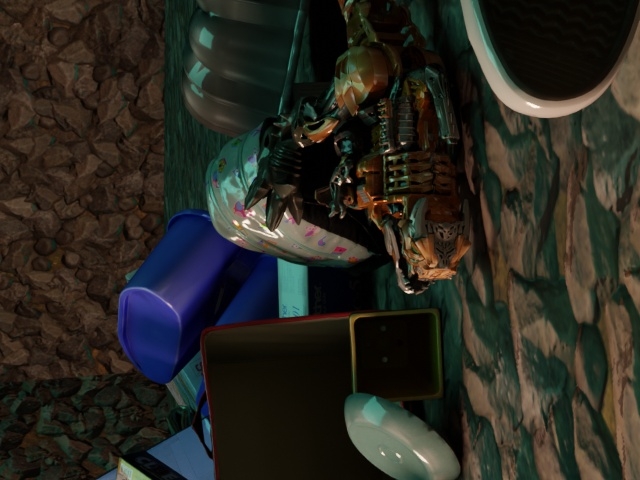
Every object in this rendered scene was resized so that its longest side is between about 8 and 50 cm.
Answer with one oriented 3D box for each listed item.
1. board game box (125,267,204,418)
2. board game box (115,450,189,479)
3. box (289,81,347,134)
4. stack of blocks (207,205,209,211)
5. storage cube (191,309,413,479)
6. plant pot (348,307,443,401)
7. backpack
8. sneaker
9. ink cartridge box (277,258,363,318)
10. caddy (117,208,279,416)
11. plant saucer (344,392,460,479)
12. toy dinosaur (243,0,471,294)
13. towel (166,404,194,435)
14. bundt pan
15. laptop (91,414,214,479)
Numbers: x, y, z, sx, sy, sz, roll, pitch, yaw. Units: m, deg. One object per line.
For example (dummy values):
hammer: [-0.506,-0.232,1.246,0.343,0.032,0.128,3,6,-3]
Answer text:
board game box: [-0.175,0.233,2.099,0.319,0.066,0.318,55,165,28]
board game box: [-0.157,0.371,1.601,0.243,0.042,0.165,26,111,39]
box: [-0.022,-0.082,1.646,0.324,0.067,0.063,113,151,-64]
stack of blocks: [-0.112,0.048,2.071,0.171,0.087,0.297,148,118,-77]
storage cube: [-0.020,0.186,1.373,0.193,0.215,0.184,103,160,-72]
plant pot: [0.064,0.101,1.257,0.083,0.081,0.082,-154,60,-84]
backpack: [-0.019,-0.043,1.326,0.115,0.182,0.152,-33,57,33]
sneaker: [0.128,-0.186,0.817,0.123,0.105,0.290,96,176,-66]
ink cartridge box: [0.000,0.000,1.474,0.046,0.097,0.207,9,105,39]
caddy: [-0.125,0.095,1.796,0.179,0.241,0.341,-51,-9,-27]
plant saucer: [0.066,0.180,1.203,0.021,0.119,0.119,-52,-8,-26]
toy dinosaur: [0.056,-0.103,1.171,0.218,0.164,0.322,131,154,-54]
towel: [-0.116,0.434,2.007,0.370,0.040,0.271,64,174,-17]
bundt pan: [-0.082,-0.270,1.548,0.331,0.124,0.331,-170,90,-85]
laptop: [-0.124,0.382,1.612,0.382,0.236,0.408,64,159,18]
